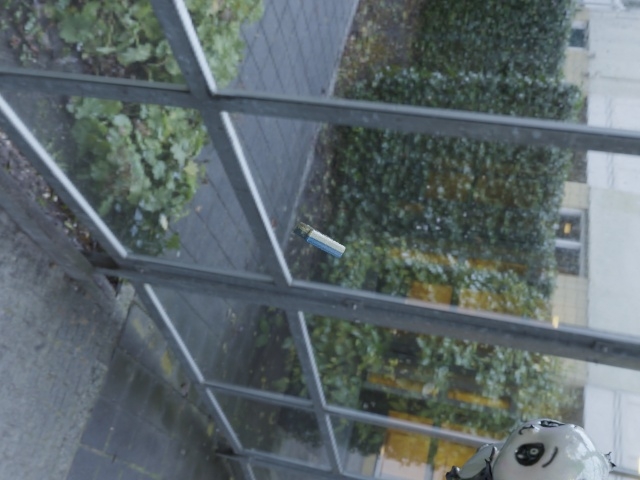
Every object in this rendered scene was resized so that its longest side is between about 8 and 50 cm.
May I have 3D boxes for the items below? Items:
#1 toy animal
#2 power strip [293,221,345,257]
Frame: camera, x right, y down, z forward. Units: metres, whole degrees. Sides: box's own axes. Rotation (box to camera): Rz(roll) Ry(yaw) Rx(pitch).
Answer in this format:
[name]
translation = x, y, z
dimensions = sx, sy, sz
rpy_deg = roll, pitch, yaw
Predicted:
[toy animal]
translation = 0.447, 0.501, 1.396
dimensions = 0.310, 0.251, 0.251
rpy_deg = -42, -159, 47
[power strip]
translation = 0.000, 0.000, 1.520
dimensions = 0.123, 0.056, 0.032
rpy_deg = 29, 94, -42
